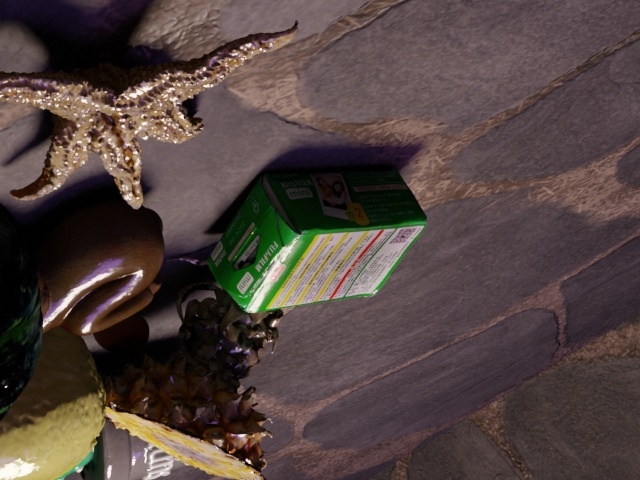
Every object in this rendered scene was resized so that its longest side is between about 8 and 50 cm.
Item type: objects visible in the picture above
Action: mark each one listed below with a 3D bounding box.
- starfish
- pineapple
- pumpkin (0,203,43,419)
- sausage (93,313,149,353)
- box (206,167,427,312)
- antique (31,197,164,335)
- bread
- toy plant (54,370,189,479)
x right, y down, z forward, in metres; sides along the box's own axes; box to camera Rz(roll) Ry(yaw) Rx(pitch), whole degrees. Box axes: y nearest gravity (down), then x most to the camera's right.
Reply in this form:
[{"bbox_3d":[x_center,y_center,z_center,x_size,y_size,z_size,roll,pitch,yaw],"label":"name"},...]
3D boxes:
[{"bbox_3d":[-0.181,-0.119,1.229,0.301,0.084,0.293,-16,162,-11],"label":"starfish"},{"bbox_3d":[-0.140,0.150,1.718,0.262,0.272,0.262,21,161,7],"label":"pineapple"},{"bbox_3d":[-0.396,0.069,1.131,0.315,0.238,0.315,-9,119,-17],"label":"pumpkin"},{"bbox_3d":[-0.269,0.119,1.738,0.059,0.054,0.094,-36,157,15],"label":"sausage"},{"bbox_3d":[0.000,0.000,1.646,0.250,0.103,0.180,-5,143,-43],"label":"box"},{"bbox_3d":[-0.290,0.034,1.427,0.256,0.121,0.143,-15,150,-24],"label":"antique"},{"bbox_3d":[-0.417,0.208,1.535,0.320,0.237,0.320,-14,160,-5],"label":"bread"},{"bbox_3d":[-0.350,0.280,1.853,0.400,0.185,0.279,-9,158,-25],"label":"toy plant"}]
